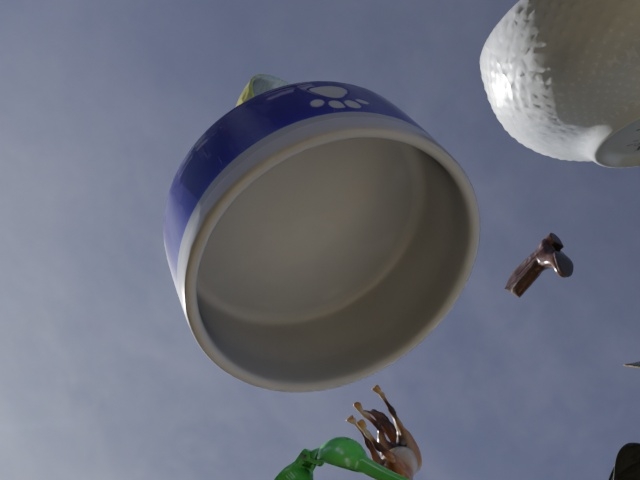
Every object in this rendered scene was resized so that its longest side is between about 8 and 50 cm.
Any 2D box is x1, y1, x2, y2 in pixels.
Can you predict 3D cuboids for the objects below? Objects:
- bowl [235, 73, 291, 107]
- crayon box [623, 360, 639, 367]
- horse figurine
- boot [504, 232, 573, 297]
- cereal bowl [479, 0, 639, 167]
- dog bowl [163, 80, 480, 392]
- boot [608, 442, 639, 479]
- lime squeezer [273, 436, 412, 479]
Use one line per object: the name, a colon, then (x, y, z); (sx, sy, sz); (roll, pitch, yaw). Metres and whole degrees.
bowl: (-0.052, -0.119, 1.416); (0.289, 0.289, 0.156); (44, -67, -8)
crayon box: (0.637, 0.129, 1.283); (0.202, 0.318, 0.081); (-2, -82, 63)
horse figurine: (0.106, 0.330, 1.336); (0.066, 0.263, 0.174); (-32, -89, 11)
boot: (0.332, 0.056, 1.317); (0.037, 0.106, 0.114); (32, -61, -15)
cereal bowl: (0.353, -0.175, 0.917); (0.339, 0.339, 0.141); (-24, -112, 29)
dog bowl: (0.000, 0.000, 0.751); (0.265, 0.104, 0.265); (-11, -54, -16)
boot: (0.511, 0.449, 1.416); (0.085, 0.178, 0.236); (10, -95, 22)
lime squeezer: (0.000, 0.274, 0.906); (0.310, 0.059, 0.110); (-26, -110, 22)
